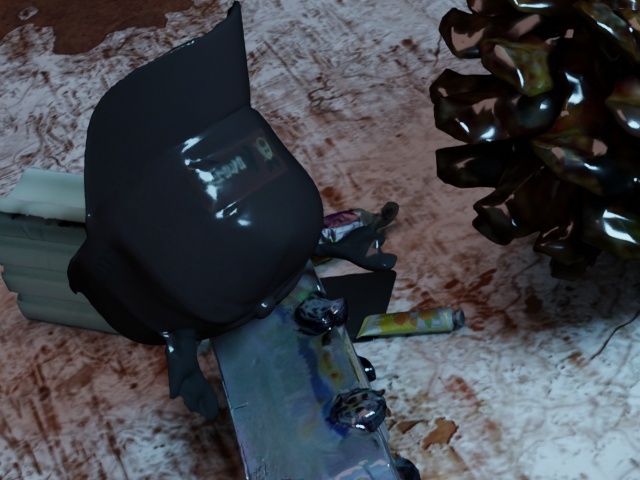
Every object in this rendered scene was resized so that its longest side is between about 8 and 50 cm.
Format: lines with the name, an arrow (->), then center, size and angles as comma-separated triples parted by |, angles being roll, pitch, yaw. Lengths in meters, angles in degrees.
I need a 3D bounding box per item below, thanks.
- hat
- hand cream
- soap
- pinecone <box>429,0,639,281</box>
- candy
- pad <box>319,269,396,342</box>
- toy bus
hat -> -0.068, -0.014, 1.485 | 0.209, 0.336, 0.238 | 37, 52, 20
hand cream -> 0.083, 0.076, 1.669 | 0.102, 0.022, 0.035 | -5, 33, 24
soap -> -0.204, 0.014, 1.791 | 0.261, 0.150, 0.094 | 8, 44, 35
pinecone -> 0.271, -0.127, 1.564 | 0.398, 0.397, 0.397 | -13, 32, 9
candy -> 0.000, 0.000, 1.809 | 0.175, 0.045, 0.043 | -24, 73, -13
pad -> -0.009, 0.068, 1.745 | 0.157, 0.003, 0.112 | -7, 33, 18
toy bus -> -0.011, 0.146, 1.532 | 0.138, 0.112, 0.317 | -23, 31, 1
